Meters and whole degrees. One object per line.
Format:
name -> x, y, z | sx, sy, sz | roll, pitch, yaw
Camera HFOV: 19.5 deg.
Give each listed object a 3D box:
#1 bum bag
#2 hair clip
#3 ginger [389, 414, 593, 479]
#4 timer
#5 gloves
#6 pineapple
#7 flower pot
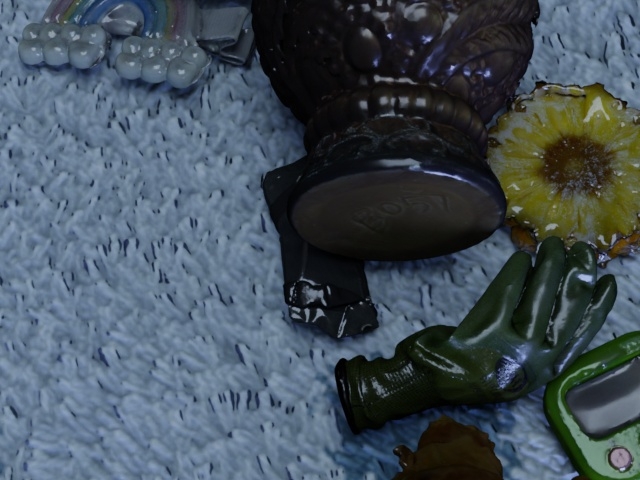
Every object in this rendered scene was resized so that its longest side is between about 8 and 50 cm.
bum bag -> 0.000, 0.000, 1.714 | 0.087, 0.049, 0.197 | -4, 60, -12
hair clip -> -0.174, -0.212, 1.815 | 0.220, 0.054, 0.140 | 11, 65, 9
ginger -> 0.155, 0.302, 1.504 | 0.274, 0.152, 0.357 | -26, 56, -16
timer -> 0.275, 0.152, 1.653 | 0.140, 0.047, 0.128 | -24, 69, -13
gloves -> 0.141, 0.095, 1.633 | 0.268, 0.135, 0.107 | -30, 69, 0
pineapple -> 0.236, -0.062, 1.759 | 0.221, 0.047, 0.221 | 1, 61, -2
flower pot -> 0.066, -0.137, 1.665 | 0.266, 0.266, 0.267 | 2, 66, -1
